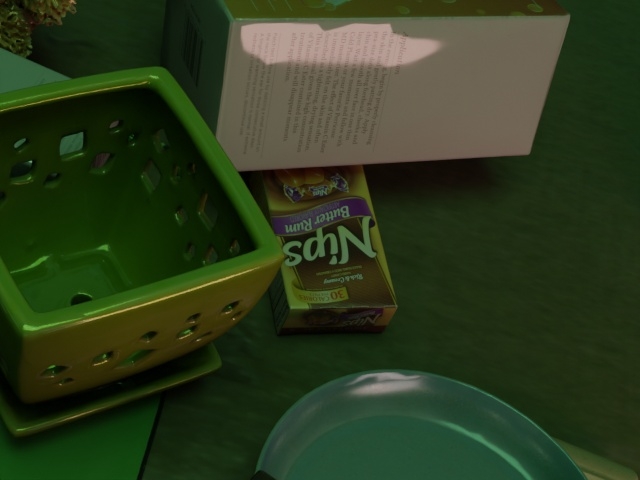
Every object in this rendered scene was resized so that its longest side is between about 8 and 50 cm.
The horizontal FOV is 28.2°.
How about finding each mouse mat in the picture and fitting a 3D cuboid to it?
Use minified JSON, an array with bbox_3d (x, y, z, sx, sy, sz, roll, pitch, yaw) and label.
[{"bbox_3d":[-0.236,0.157,1.076,0.190,0.007,0.152,17,52,-5],"label":"mouse mat"}]

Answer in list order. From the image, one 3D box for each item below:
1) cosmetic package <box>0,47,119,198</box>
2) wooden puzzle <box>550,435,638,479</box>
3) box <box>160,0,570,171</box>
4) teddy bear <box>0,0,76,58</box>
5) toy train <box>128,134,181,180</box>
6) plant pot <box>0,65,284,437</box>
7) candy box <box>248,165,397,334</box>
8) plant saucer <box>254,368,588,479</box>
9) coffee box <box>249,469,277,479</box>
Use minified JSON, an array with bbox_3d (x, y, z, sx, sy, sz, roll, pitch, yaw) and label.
[{"bbox_3d":[-0.317,-0.116,1.199,0.231,0.085,0.117,24,52,3],"label":"cosmetic package"},{"bbox_3d":[0.158,0.257,1.113,0.221,0.044,0.238,22,47,-1],"label":"wooden puzzle"},{"bbox_3d":[0.036,-0.201,1.288,0.345,0.168,0.215,-4,38,-21],"label":"box"},{"bbox_3d":[-0.360,-0.320,1.247,0.113,0.245,0.338,-20,89,-55],"label":"teddy bear"},{"bbox_3d":[-0.159,-0.087,1.266,0.083,0.023,0.017,39,53,11],"label":"toy train"},{"bbox_3d":[-0.194,0.019,1.055,0.228,0.207,0.227,-17,59,-29],"label":"plant pot"},{"bbox_3d":[0.000,0.000,1.237,0.109,0.053,0.186,-1,57,-19],"label":"candy box"},{"bbox_3d":[0.092,0.243,1.029,0.318,0.043,0.317,13,45,-13],"label":"plant saucer"},{"bbox_3d":[-0.071,0.302,0.838,0.119,0.297,0.168,36,52,9],"label":"coffee box"}]
